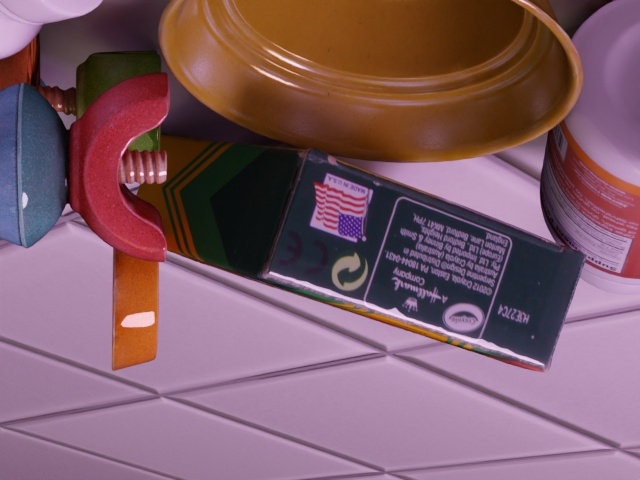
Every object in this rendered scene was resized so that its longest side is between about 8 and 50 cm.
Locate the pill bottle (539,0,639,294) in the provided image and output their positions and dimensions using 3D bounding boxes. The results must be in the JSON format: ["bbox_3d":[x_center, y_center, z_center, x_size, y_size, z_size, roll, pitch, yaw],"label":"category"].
[{"bbox_3d":[0.194,-0.046,0.830,0.121,0.121,0.216,5,159,7],"label":"pill bottle"}]

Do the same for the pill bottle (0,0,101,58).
[{"bbox_3d":[-0.206,-0.145,0.736,0.187,0.112,0.112,-5,155,30],"label":"pill bottle"}]

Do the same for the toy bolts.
[{"bbox_3d":[-0.172,-0.024,0.805,0.159,0.218,0.228,1,-174,-9],"label":"toy bolts"}]

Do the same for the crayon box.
[{"bbox_3d":[0.000,0.000,0.934,0.202,0.081,0.318,19,178,-24],"label":"crayon box"}]

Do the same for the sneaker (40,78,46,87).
[{"bbox_3d":[-0.360,-0.082,0.933,0.319,0.127,0.208,21,154,-28],"label":"sneaker"}]

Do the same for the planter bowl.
[{"bbox_3d":[0.030,-0.126,0.727,0.217,0.090,0.217,7,159,3],"label":"planter bowl"}]
